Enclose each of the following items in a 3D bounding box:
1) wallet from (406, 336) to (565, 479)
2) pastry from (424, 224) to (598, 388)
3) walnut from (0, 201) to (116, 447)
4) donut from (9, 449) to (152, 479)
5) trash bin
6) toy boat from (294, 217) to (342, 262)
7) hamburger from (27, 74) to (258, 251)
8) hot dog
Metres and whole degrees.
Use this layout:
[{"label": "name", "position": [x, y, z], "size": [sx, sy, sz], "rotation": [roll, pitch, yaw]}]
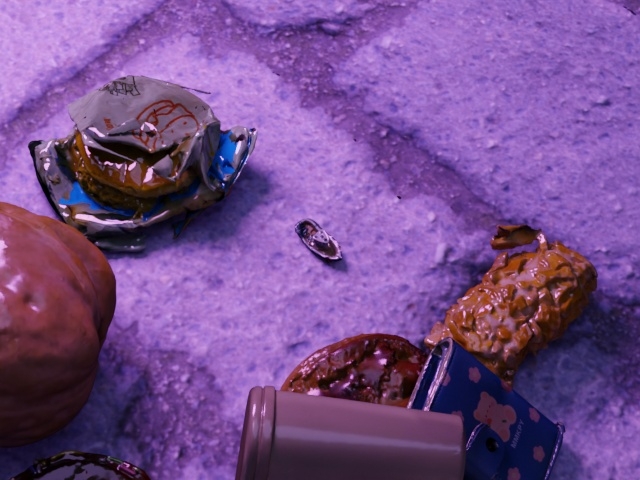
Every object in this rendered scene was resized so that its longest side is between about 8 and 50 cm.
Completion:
[{"label": "wallet", "position": [0.200, 0.229, 1.703], "size": [0.202, 0.059, 0.141], "rotation": [39, 58, -20]}, {"label": "pastry", "position": [0.252, 0.080, 1.830], "size": [0.154, 0.102, 0.250], "rotation": [38, 63, 13]}, {"label": "walnut", "position": [-0.419, 0.087, 1.642], "size": [0.344, 0.306, 0.306], "rotation": [10, 57, -3]}, {"label": "donut", "position": [-0.279, 0.358, 1.602], "size": [0.235, 0.089, 0.235], "rotation": [3, 58, -5]}, {"label": "trash bin", "position": [0.025, 0.287, 1.603], "size": [0.247, 0.243, 0.121], "rotation": [6, 26, -6]}, {"label": "toy boat", "position": [0.000, 0.000, 1.892], "size": [0.083, 0.038, 0.038], "rotation": [41, 62, 20]}, {"label": "hamburger", "position": [-0.245, -0.127, 1.878], "size": [0.276, 0.150, 0.260], "rotation": [-38, 67, -25]}, {"label": "hot dog", "position": [0.055, 0.201, 1.736], "size": [0.227, 0.099, 0.160], "rotation": [-27, 69, -24]}]
